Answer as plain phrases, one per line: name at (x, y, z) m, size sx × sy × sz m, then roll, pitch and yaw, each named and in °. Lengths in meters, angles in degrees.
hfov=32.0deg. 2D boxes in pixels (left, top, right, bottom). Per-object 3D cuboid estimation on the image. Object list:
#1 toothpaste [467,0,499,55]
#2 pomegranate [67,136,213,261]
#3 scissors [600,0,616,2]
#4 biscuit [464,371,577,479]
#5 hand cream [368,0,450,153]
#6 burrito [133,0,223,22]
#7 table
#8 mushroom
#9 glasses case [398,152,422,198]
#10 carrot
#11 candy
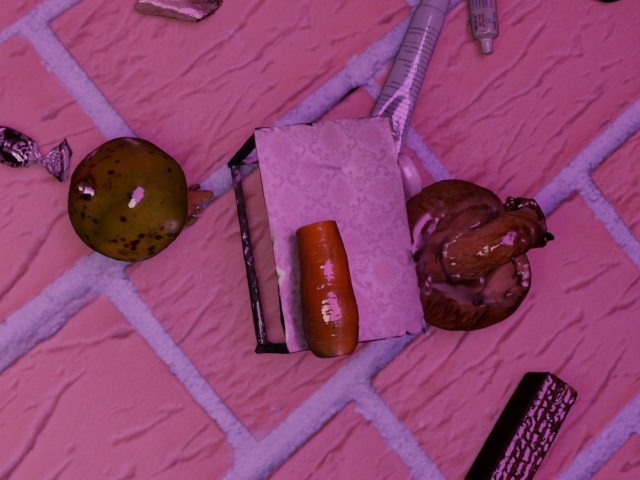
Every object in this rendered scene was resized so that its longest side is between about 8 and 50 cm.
toothpaste at (0.291, -0.467, 2.031) m, size 0.069 × 0.047 × 0.269 m, roll -8°, pitch 82°, yaw 25°
pomegranate at (-0.278, -0.073, 1.760) m, size 0.246 × 0.198 × 0.198 m, roll -23°, pitch 90°, yaw -29°
scissors at (0.448, -0.487, 2.090) m, size 0.299 × 0.022 × 0.109 m, roll -10°, pitch 82°, yaw -16°
biscuit at (0.341, 0.343, 1.916) m, size 0.070 × 0.106 × 0.252 m, roll 35°, pitch 75°, yaw -8°
hand cream at (0.154, -0.293, 1.966) m, size 0.085 × 0.058 × 0.331 m, roll 23°, pitch 78°, yaw -13°
burrito at (-0.238, -0.394, 1.879) m, size 0.149 × 0.041 × 0.055 m, roll 7°, pitch 68°, yaw -15°
table at (0.000, 0.000, 1.777) m, size 0.222 × 0.272 × 0.335 m, roll -7°, pitch 86°, yaw -15°
mushroom at (0.248, 0.021, 1.883) m, size 0.283 × 0.195 × 0.263 m, roll -16°, pitch 96°, yaw -1°
glasses case at (0.118, -0.105, 1.863) m, size 0.049 × 0.193 × 0.074 m, roll -27°, pitch 98°, yaw -16°
carrot at (0.009, 0.069, 1.588) m, size 0.087 × 0.087 × 0.194 m, roll -7°, pitch 88°, yaw -16°
candy at (-0.501, -0.161, 1.775) m, size 0.226 × 0.051 × 0.094 m, roll 26°, pitch 74°, yaw -11°
